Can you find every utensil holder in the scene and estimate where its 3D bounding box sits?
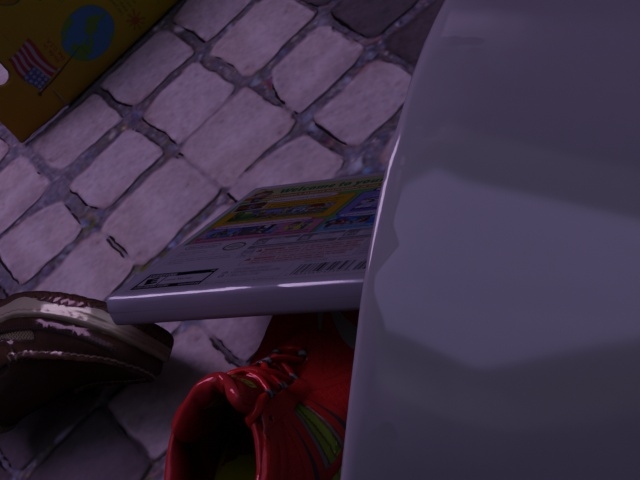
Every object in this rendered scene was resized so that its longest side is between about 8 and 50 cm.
[{"bbox_3d":[0.229,0.068,0.452,0.385,0.327,0.327,7,55,16],"label":"utensil holder"}]

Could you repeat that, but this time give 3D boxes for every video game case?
[{"bbox_3d":[0.000,0.000,0.922,0.212,0.023,0.193,-6,20,32],"label":"video game case"}]

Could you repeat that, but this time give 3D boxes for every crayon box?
[{"bbox_3d":[-0.216,-0.266,1.250,0.318,0.202,0.081,-44,41,-8],"label":"crayon box"}]

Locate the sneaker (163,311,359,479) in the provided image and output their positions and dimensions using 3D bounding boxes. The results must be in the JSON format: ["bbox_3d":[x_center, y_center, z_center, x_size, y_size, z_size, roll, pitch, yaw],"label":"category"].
[{"bbox_3d":[-0.026,0.105,0.832,0.107,0.118,0.279,-9,41,30],"label":"sneaker"}]

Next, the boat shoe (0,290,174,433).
[{"bbox_3d":[-0.208,0.093,1.016,0.257,0.095,0.095,0,67,43],"label":"boat shoe"}]
